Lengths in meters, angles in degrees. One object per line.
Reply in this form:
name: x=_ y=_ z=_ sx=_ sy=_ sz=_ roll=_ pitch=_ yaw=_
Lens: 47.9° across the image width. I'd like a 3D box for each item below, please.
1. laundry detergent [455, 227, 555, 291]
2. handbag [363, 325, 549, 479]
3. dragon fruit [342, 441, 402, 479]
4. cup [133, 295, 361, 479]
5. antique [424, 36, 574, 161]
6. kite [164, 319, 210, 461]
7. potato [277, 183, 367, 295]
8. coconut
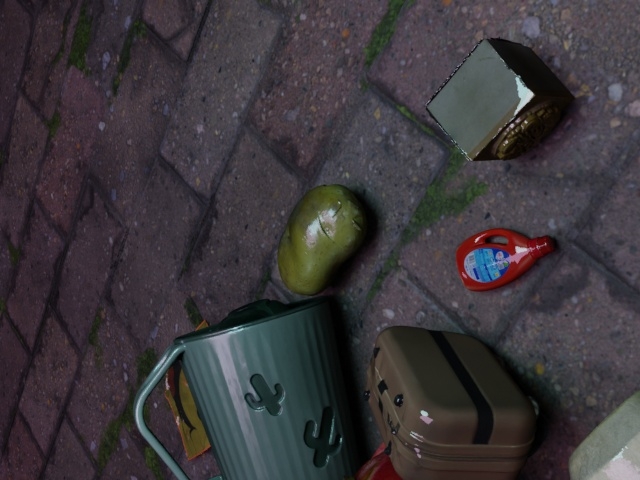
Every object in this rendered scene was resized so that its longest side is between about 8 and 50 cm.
laundry detergent: x=0.303 y=0.022 z=1.182 sx=0.165 sy=0.049 sz=0.097 roll=-24 pitch=75 yaw=39
handbag: x=0.226 y=0.260 z=1.144 sx=0.302 sy=0.283 sz=0.149 roll=-114 pitch=35 yaw=-72
dragon fruit: x=0.160 y=0.448 z=1.198 sx=0.305 sy=0.226 sz=0.305 roll=3 pitch=112 yaw=8
cup: x=-0.134 y=0.326 z=1.424 sx=0.401 sy=0.310 sz=0.392 roll=-16 pitch=88 yaw=10
antique: x=0.278 y=-0.208 z=1.106 sx=0.147 sy=0.152 sz=0.148 roll=-48 pitch=65 yaw=36
kite: x=-0.295 y=0.383 z=1.788 sx=0.327 sy=0.013 sz=0.378 roll=13 pitch=100 yaw=44
potato: x=0.000 y=0.000 z=1.399 sx=0.169 sy=0.143 sz=0.248 roll=-84 pitch=19 yaw=-56
coconut: x=0.472 y=0.331 z=0.935 sx=0.266 sy=0.237 sz=0.237 roll=52 pitch=126 yaw=32
